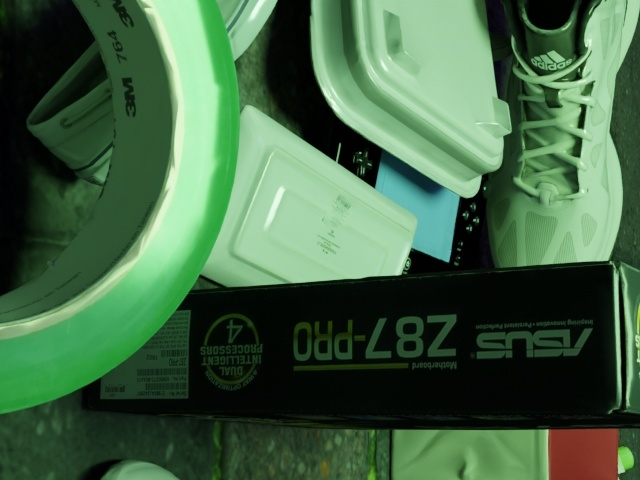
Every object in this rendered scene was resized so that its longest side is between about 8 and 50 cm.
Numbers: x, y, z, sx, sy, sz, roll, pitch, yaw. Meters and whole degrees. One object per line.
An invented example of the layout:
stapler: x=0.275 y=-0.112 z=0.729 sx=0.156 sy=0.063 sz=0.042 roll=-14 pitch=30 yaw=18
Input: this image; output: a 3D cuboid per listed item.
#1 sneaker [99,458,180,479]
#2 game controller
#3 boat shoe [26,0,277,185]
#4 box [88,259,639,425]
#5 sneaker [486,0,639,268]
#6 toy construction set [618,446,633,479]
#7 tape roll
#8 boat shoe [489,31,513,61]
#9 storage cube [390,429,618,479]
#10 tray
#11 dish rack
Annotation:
sneaker: x=-0.082 y=0.226 z=0.824 sx=0.212 sy=0.094 sz=0.080 roll=48 pitch=50 yaw=-43
game controller: x=0.091 y=-0.043 z=1.144 sx=0.319 sy=0.067 sz=0.166 roll=20 pitch=70 yaw=-54
boat shoe: x=-0.109 y=-0.139 z=0.752 sx=0.076 sy=0.083 sz=0.226 roll=37 pitch=91 yaw=-39
box: x=0.080 y=0.091 z=0.813 sx=0.318 sy=0.395 sz=0.097 roll=15 pitch=72 yaw=-57
sneaker: x=0.241 y=-0.144 z=1.218 sx=0.257 sy=0.169 sz=0.447 roll=12 pitch=85 yaw=-64
toy construction set: x=0.321 y=0.214 z=1.339 sx=0.151 sy=0.215 sz=0.327 roll=3 pitch=68 yaw=-14
tape roll: x=-0.195 y=-0.068 z=0.606 sx=0.321 sy=0.077 sz=0.321 roll=-3 pitch=96 yaw=-39
boat shoe: x=0.170 y=-0.237 z=1.297 sx=0.184 sy=0.066 sz=0.063 roll=-20 pitch=105 yaw=-46
storage cube: x=0.199 y=0.170 z=1.183 sx=0.193 sy=0.184 sz=0.215 roll=11 pitch=78 yaw=-55
tray: x=0.000 y=0.000 z=0.979 sx=0.270 sy=0.030 sz=0.145 roll=30 pitch=78 yaw=-47
dish rack: x=0.098 y=-0.233 z=1.095 sx=0.285 sy=0.072 sz=0.333 roll=26 pitch=52 yaw=-46
